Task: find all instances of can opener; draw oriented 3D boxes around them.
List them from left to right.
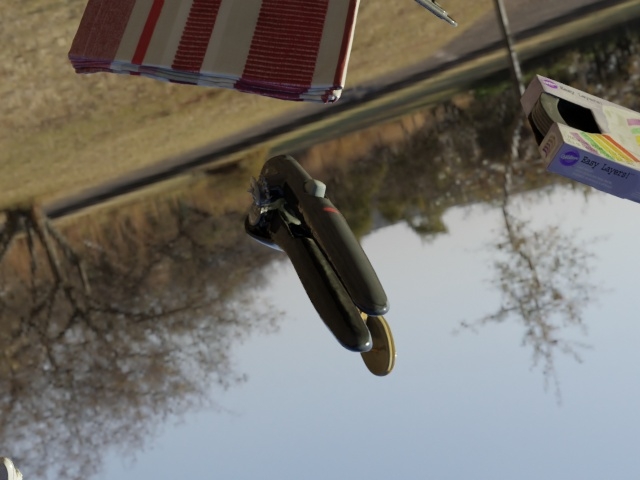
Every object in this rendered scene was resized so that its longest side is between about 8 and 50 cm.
[{"bbox_3d":[0.000,0.000,0.604,0.073,0.059,0.186,3,-156,-19],"label":"can opener"}]

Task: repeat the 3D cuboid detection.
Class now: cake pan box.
[{"bbox_3d":[0.492,-0.175,1.754,0.266,0.070,0.246,18,-147,-13],"label":"cake pan box"}]

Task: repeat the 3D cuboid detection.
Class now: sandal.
[{"bbox_3d":[0.050,0.105,1.368,0.049,0.180,0.072,-11,165,-34],"label":"sandal"}]

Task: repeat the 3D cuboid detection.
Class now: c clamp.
[{"bbox_3d":[0.151,-0.377,1.535,0.160,0.137,0.022,22,115,-42],"label":"c clamp"}]

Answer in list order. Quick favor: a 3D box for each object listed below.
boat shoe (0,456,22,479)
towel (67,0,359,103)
[{"bbox_3d":[-0.391,0.299,1.237,0.035,0.100,0.035,32,-141,19],"label":"boat shoe"},{"bbox_3d":[-0.120,-0.278,1.217,0.328,0.237,0.037,8,146,3],"label":"towel"}]
